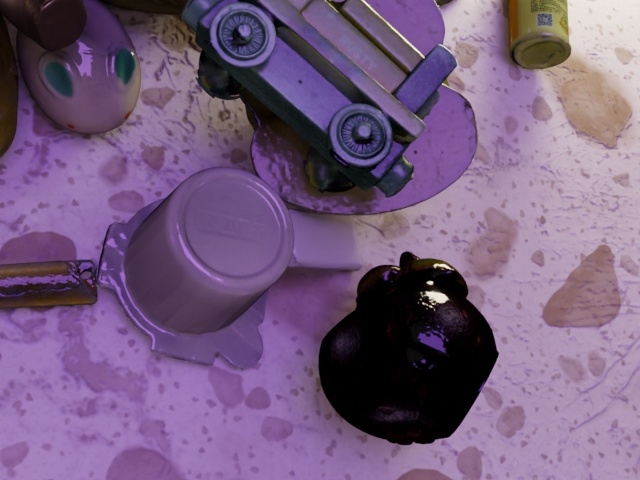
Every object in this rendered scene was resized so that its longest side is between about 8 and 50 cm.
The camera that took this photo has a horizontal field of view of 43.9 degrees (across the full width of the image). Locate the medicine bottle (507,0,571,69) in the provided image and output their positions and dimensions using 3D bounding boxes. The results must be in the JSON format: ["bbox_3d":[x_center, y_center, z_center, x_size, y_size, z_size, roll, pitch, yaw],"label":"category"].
[{"bbox_3d":[0.427,-0.465,1.564,0.124,0.124,0.239,10,68,-16],"label":"medicine bottle"}]

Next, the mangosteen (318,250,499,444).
[{"bbox_3d":[0.135,0.153,1.154,0.233,0.288,0.288,25,62,16],"label":"mangosteen"}]

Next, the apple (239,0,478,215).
[{"bbox_3d":[0.043,-0.223,1.245,0.360,0.312,0.320,-16,43,-10],"label":"apple"}]

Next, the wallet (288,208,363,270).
[{"bbox_3d":[0.000,0.000,1.244,0.190,0.033,0.095,7,63,-50],"label":"wallet"}]

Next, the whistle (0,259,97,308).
[{"bbox_3d":[-0.472,0.063,1.083,0.326,0.057,0.068,-3,72,-21],"label":"whistle"}]

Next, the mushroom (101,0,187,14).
[{"bbox_3d":[-0.248,-0.411,1.222,0.212,0.292,0.217,-42,99,-17],"label":"mushroom"}]

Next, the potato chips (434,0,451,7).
[{"bbox_3d":[0.249,-0.511,1.566,0.207,0.028,0.092,-28,84,-24],"label":"potato chips"}]

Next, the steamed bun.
[{"bbox_3d":[-0.363,-0.276,1.203,0.177,0.131,0.228,-12,74,-24],"label":"steamed bun"}]

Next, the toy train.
[{"bbox_3d":[0.005,-0.248,1.123,0.397,0.160,0.253,41,73,-3],"label":"toy train"}]

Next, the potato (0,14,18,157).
[{"bbox_3d":[-0.490,-0.242,1.119,0.160,0.111,0.272,11,66,-55],"label":"potato"}]

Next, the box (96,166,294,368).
[{"bbox_3d":[-0.146,0.037,1.116,0.262,0.206,0.291,-28,84,-32],"label":"box"}]

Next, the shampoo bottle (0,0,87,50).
[{"bbox_3d":[-0.425,-0.380,1.144,0.125,0.084,0.350,-31,49,-15],"label":"shampoo bottle"}]
